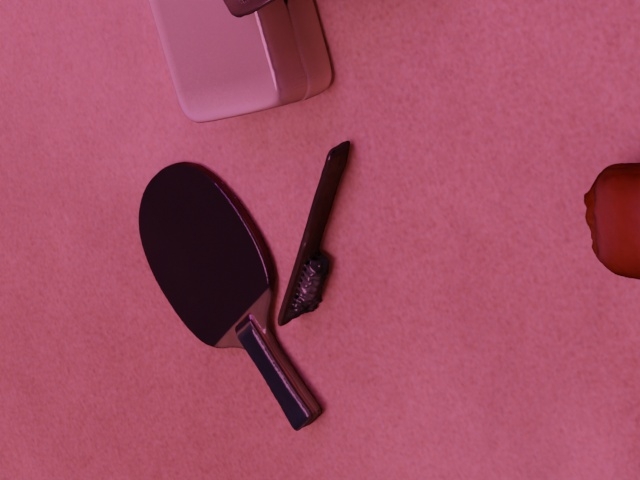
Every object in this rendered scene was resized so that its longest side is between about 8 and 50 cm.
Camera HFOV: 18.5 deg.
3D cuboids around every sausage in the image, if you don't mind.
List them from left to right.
[{"bbox_3d":[0.306,-0.021,1.339,0.300,0.083,0.089,-4,110,48],"label":"sausage"}]

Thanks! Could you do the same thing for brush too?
[{"bbox_3d":[0.000,0.000,1.680,0.027,0.034,0.190,31,127,20],"label":"brush"}]

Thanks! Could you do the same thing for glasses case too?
[{"bbox_3d":[-0.093,-0.259,1.632,0.131,0.070,0.312,-8,101,45],"label":"glasses case"}]

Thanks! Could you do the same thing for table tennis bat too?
[{"bbox_3d":[-0.082,0.052,1.792,0.274,0.021,0.154,57,136,13],"label":"table tennis bat"}]

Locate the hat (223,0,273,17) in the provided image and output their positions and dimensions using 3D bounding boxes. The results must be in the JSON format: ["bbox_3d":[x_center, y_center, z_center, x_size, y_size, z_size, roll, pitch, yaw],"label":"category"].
[{"bbox_3d":[-0.021,-0.254,1.535,0.175,0.085,0.147,-33,79,31],"label":"hat"}]
